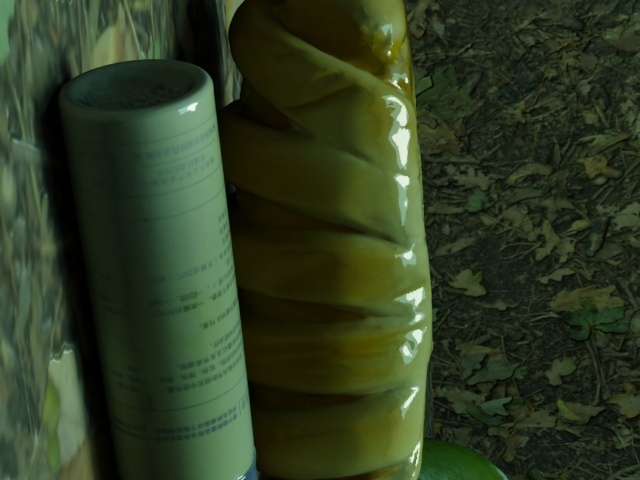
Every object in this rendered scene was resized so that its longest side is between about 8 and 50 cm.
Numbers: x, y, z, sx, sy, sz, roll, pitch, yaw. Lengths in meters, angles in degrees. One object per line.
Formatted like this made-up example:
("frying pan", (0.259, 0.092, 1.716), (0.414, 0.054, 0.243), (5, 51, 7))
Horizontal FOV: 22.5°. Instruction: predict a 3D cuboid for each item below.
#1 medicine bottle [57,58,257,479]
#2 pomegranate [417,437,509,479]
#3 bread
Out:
("medicine bottle", (-0.059, 0.046, 0.639), (0.059, 0.059, 0.231), (-79, 166, -62))
("pomegranate", (0.045, 0.192, 1.086), (0.187, 0.187, 0.225), (77, -3, -61))
("bread", (0.000, 0.000, 0.893), (0.173, 0.121, 0.311), (-80, 167, -75))
